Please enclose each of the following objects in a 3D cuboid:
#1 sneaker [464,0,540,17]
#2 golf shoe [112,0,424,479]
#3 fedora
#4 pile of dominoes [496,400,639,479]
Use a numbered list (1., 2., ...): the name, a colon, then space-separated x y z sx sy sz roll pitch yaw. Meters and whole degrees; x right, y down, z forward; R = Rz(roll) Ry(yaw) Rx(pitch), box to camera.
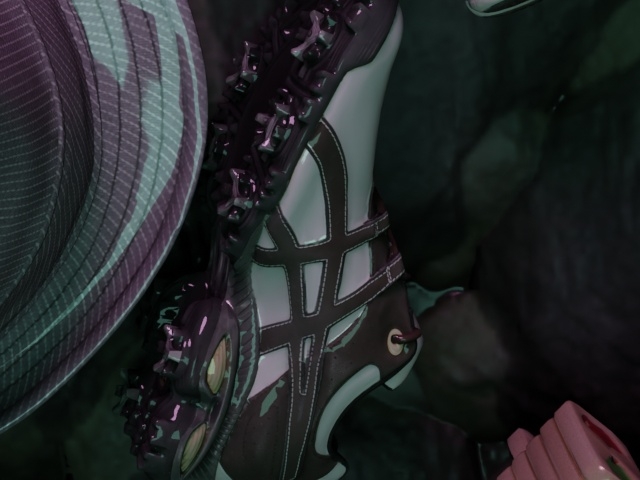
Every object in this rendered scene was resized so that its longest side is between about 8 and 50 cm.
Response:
1. sneaker: 0.095 -0.148 0.641 0.071 0.068 0.170 37 95 2
2. golf shoe: 0.000 0.000 0.677 0.094 0.077 0.198 15 114 -19
3. fedora: -0.179 -0.025 0.611 0.275 0.124 0.244 -28 99 10
4. pile of dominoes: 0.168 0.154 0.664 0.251 0.196 0.040 38 101 -15
